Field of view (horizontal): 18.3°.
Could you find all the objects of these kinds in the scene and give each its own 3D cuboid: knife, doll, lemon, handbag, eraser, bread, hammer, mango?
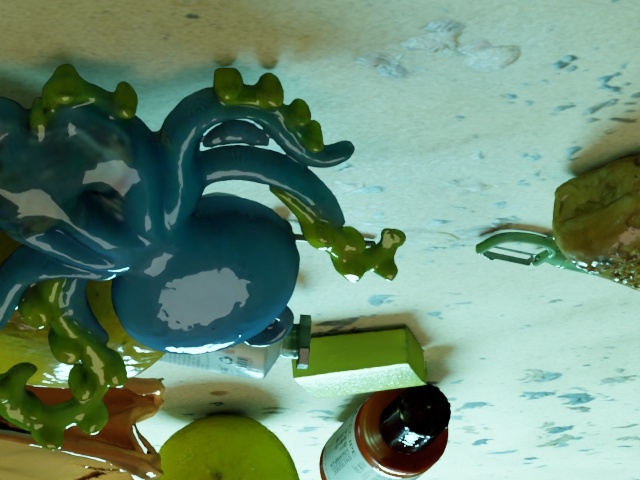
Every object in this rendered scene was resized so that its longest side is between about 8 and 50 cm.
[{"bbox_3d":[0.237,0.016,1.786,0.212,0.015,0.054,12,148,-33],"label":"knife"},{"bbox_3d":[-0.143,-0.007,1.465,0.346,0.099,0.341,-38,125,15],"label":"doll"},{"bbox_3d":[-0.109,0.289,2.276,0.178,0.178,0.203,-5,161,7],"label":"lemon"},{"bbox_3d":[-0.374,0.199,2.042,0.303,0.116,0.410,15,159,-37],"label":"handbag"},{"bbox_3d":[0.040,0.124,2.025,0.122,0.045,0.097,-9,160,14],"label":"eraser"},{"bbox_3d":[0.285,-0.005,1.635,0.114,0.083,0.211,-26,152,38],"label":"bread"},{"bbox_3d":[0.000,0.000,1.712,0.110,0.019,0.035,6,159,-29],"label":"hammer"},{"bbox_3d":[-0.248,0.030,1.586,0.187,0.144,0.359,-18,152,31],"label":"mango"}]

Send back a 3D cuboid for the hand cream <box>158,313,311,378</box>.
[{"bbox_3d":[-0.177,0.081,1.872,0.336,0.076,0.121,5,155,-1],"label":"hand cream"}]

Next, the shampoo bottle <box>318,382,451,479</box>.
[{"bbox_3d":[0.079,0.223,2.216,0.104,0.104,0.278,3,160,-14],"label":"shampoo bottle"}]
